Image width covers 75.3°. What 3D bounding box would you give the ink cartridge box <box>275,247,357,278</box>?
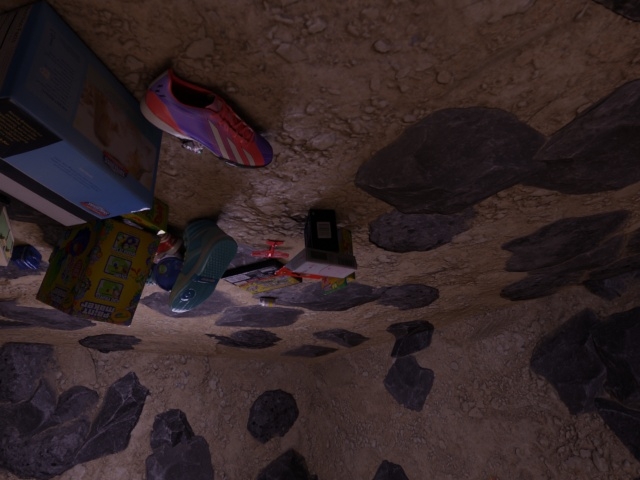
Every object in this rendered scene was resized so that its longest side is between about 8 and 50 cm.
[{"bbox_3d":[-0.020,0.102,1.371,0.189,0.066,0.232,10,147,-29],"label":"ink cartridge box"}]

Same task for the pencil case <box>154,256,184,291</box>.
[{"bbox_3d":[-0.512,0.132,1.553,0.133,0.119,0.306,20,173,0],"label":"pencil case"}]

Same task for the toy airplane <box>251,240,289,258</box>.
[{"bbox_3d":[-0.190,0.038,1.602,0.151,0.028,0.151,-4,154,-2],"label":"toy airplane"}]

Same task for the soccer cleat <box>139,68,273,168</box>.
[{"bbox_3d":[-0.222,-0.256,0.914,0.318,0.108,0.116,21,141,-36],"label":"soccer cleat"}]

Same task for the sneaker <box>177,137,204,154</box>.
[{"bbox_3d":[-0.308,-0.244,0.995,0.069,0.038,0.098,11,150,-29],"label":"sneaker"}]

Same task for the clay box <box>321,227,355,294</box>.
[{"bbox_3d":[0.060,0.080,1.501,0.053,0.222,0.127,19,147,-38],"label":"clay box"}]

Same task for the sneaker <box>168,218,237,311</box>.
[{"bbox_3d":[-0.421,0.070,1.392,0.319,0.208,0.127,-50,142,7],"label":"sneaker"}]

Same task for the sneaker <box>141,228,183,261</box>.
[{"bbox_3d":[-0.584,-0.001,1.449,0.221,0.087,0.128,-18,130,37],"label":"sneaker"}]

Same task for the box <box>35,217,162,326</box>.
[{"bbox_3d":[-0.670,0.085,1.253,0.290,0.279,0.177,4,164,40],"label":"box"}]

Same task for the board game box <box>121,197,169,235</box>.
[{"bbox_3d":[-0.525,-0.095,1.212,0.043,0.092,0.181,-14,152,19],"label":"board game box"}]

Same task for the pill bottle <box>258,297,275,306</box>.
[{"bbox_3d":[-0.278,0.320,2.154,0.083,0.043,0.043,9,151,-23],"label":"pill bottle"}]

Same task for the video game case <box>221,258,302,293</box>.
[{"bbox_3d":[-0.257,0.166,1.852,0.275,0.035,0.248,-15,152,20],"label":"video game case"}]

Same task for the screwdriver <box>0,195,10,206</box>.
[{"bbox_3d":[-0.946,-0.144,1.147,0.025,0.024,0.170,15,160,35],"label":"screwdriver"}]

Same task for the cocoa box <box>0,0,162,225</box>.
[{"bbox_3d":[-0.511,-0.215,0.807,0.228,0.231,0.347,-10,153,12],"label":"cocoa box"}]

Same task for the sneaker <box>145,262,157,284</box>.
[{"bbox_3d":[-0.651,0.109,1.524,0.122,0.110,0.283,28,176,7],"label":"sneaker"}]

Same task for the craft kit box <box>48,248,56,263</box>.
[{"bbox_3d":[-0.828,0.118,1.502,0.250,0.061,0.247,26,177,-41],"label":"craft kit box"}]

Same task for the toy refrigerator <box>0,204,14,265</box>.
[{"bbox_3d":[-1.028,-0.019,1.296,0.094,0.102,0.269,10,150,-26],"label":"toy refrigerator"}]

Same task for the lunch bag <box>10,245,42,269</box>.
[{"bbox_3d":[-1.054,0.060,1.492,0.065,0.067,0.098,-1,153,-7],"label":"lunch bag"}]

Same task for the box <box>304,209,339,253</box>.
[{"bbox_3d":[0.000,0.000,1.404,0.093,0.156,0.158,0,154,-10],"label":"box"}]
